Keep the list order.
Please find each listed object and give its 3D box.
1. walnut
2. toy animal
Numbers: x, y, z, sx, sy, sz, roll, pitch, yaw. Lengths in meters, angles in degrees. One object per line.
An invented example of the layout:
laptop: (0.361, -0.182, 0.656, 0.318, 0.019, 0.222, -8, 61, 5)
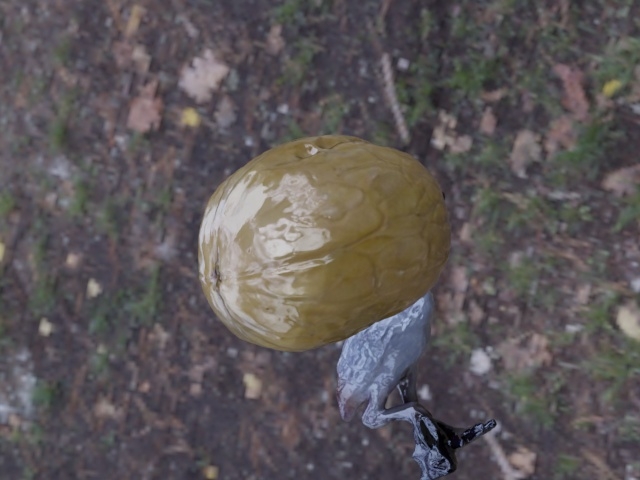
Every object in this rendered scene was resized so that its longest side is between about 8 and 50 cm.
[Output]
walnut: (0.000, 0.000, 1.047, 0.165, 0.197, 0.165, 26, 122, 53)
toy animal: (0.087, 0.106, 1.532, 0.195, 0.090, 0.324, -4, 102, 34)
